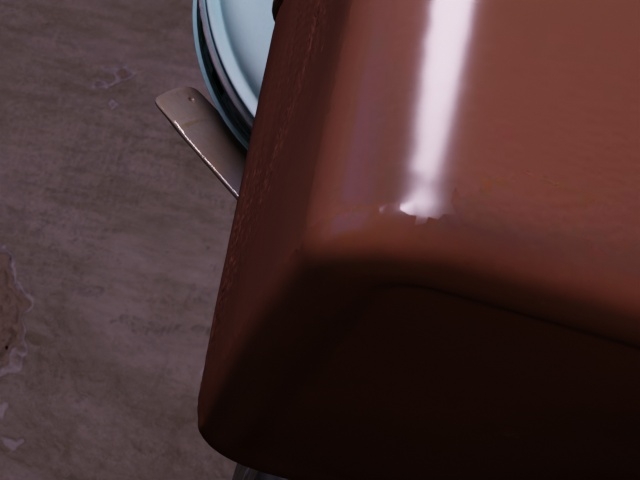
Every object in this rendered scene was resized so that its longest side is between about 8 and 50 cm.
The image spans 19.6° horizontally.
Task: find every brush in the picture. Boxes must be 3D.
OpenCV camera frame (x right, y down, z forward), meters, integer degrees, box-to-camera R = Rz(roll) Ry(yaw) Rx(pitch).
[{"bbox_3d":[0.000,0.000,1.350,0.050,0.321,0.060,-48,-15,28],"label":"brush"}]

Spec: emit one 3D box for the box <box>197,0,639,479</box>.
[{"bbox_3d":[0.096,-0.025,0.744,0.339,0.239,0.229,124,161,-68],"label":"box"}]

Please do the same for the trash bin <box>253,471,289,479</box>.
[{"bbox_3d":[0.021,0.250,0.974,0.115,0.165,0.225,115,168,-48],"label":"trash bin"}]

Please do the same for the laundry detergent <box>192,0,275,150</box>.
[{"bbox_3d":[0.061,-0.161,1.206,0.305,0.287,0.287,-164,92,-85],"label":"laundry detergent"}]
